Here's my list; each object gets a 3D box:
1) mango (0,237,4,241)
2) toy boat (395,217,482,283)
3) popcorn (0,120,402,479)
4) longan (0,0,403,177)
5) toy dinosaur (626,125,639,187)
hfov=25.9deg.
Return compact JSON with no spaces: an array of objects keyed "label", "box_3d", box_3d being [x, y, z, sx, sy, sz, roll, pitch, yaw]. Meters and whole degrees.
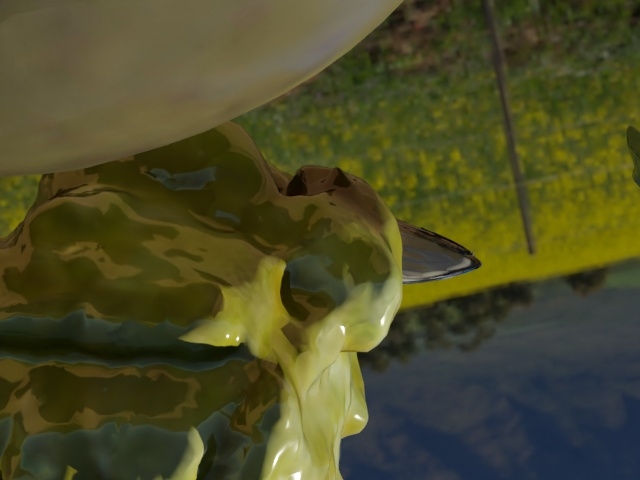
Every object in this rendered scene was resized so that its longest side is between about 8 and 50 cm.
[{"label":"mango","box_3d":[-0.322,0.049,1.271,0.165,0.115,0.089,10,153,-22]},{"label":"toy boat","box_3d":[0.000,0.000,0.898,0.210,0.084,0.066,9,136,6]},{"label":"popcorn","box_3d":[-0.070,0.067,0.615,0.195,0.255,0.256,17,169,23]},{"label":"longan","box_3d":[-0.105,-0.190,0.436,0.361,0.361,0.361,-11,177,-1]},{"label":"toy dinosaur","box_3d":[0.295,-0.053,0.881,0.177,0.152,0.194,-20,156,-2]}]
